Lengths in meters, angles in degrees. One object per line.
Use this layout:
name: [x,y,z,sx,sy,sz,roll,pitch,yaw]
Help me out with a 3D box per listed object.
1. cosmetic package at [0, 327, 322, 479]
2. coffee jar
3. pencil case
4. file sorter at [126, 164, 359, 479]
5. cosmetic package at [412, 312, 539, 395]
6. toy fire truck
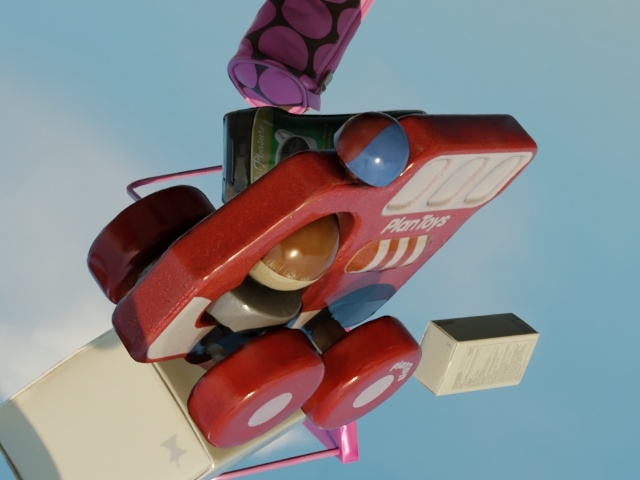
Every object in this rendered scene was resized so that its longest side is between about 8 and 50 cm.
cosmetic package: [-0.114,0.130,1.449,0.129,0.153,0.296,58,-162,5]
coffee jar: [0.004,-0.069,1.609,0.184,0.096,0.079,3,-175,13]
pencil case: [-0.006,-0.213,1.796,0.098,0.095,0.209,12,-124,24]
file sorter: [-0.089,0.078,1.903,0.182,0.291,0.202,-11,-161,-19]
cosmetic package: [0.141,0.103,1.678,0.115,0.060,0.041,-1,-150,-44]
toy fire truck: [0.000,0.000,1.296,0.169,0.254,0.302,53,-152,21]
